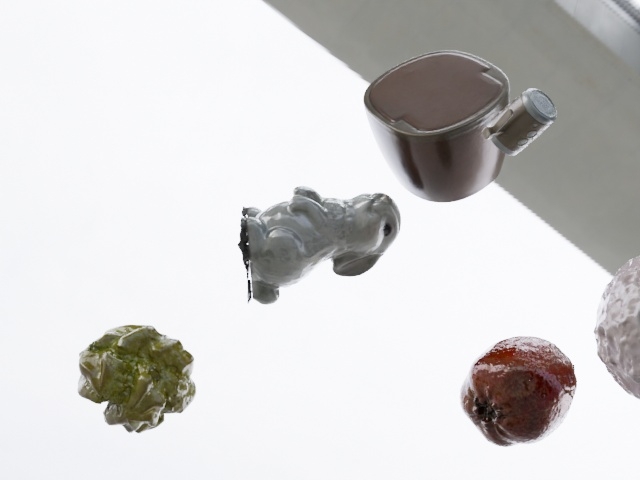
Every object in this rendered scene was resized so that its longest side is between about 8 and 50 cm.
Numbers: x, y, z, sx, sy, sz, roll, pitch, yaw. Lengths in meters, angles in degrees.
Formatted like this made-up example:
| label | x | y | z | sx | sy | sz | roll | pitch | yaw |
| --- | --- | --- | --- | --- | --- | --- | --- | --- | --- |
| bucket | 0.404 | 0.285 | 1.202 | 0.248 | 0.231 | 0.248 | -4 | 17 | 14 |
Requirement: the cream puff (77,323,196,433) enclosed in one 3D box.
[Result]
| label | x | y | z | sx | sy | sz | roll | pitch | yaw |
| --- | --- | --- | --- | --- | --- | --- | --- | --- | --- |
| cream puff | -0.331 | 0.253 | 1.439 | 0.221 | 0.194 | 0.195 | 31 | -41 | -14 |

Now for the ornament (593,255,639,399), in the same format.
| label | x | y | z | sx | sy | sz | roll | pitch | yaw |
| --- | --- | --- | --- | --- | --- | --- | --- | --- | --- |
| ornament | 0.540 | 0.133 | 1.200 | 0.260 | 0.259 | 0.225 | -9 | -19 | 33 |

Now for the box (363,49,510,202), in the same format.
| label | x | y | z | sx | sy | sz | roll | pitch | yaw |
| --- | --- | --- | --- | --- | --- | --- | --- | --- | --- |
| box | 0.258 | -0.234 | 1.695 | 0.301 | 0.301 | 0.216 | 3 | -45 | 24 |

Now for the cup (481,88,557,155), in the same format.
| label | x | y | z | sx | sy | sz | roll | pitch | yaw |
| --- | --- | --- | --- | --- | --- | --- | --- | --- | --- |
| cup | 0.325 | -0.204 | 1.329 | 0.102 | 0.074 | 0.099 | 17 | -39 | -27 |

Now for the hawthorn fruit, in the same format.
| label | x | y | z | sx | sy | sz | roll | pitch | yaw |
| --- | --- | --- | --- | --- | --- | --- | --- | --- | --- |
| hawthorn fruit | 0.390 | 0.275 | 1.518 | 0.205 | 0.253 | 0.205 | 26 | -55 | 44 |

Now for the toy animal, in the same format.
| label | x | y | z | sx | sy | sz | roll | pitch | yaw |
| --- | --- | --- | --- | --- | --- | --- | --- | --- | --- |
| toy animal | 0.000 | 0.000 | 1.765 | 0.358 | 0.194 | 0.257 | -4 | -66 | -3 |
